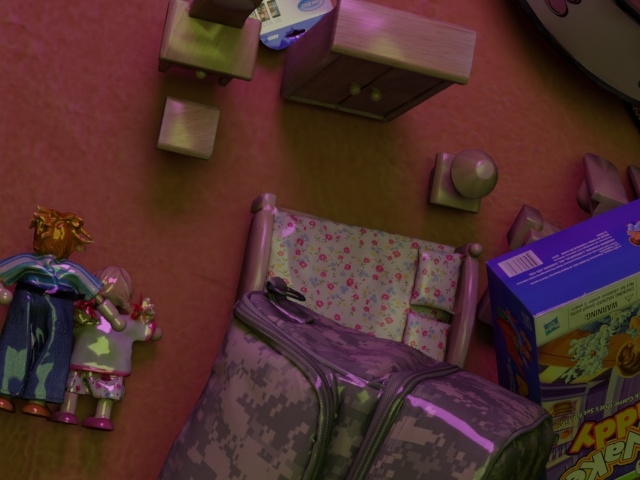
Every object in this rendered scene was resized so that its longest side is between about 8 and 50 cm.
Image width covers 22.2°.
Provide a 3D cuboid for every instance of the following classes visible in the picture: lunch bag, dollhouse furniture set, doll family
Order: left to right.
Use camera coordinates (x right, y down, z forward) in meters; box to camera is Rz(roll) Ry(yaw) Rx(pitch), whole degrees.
[{"bbox_3d":[-0.251,0.051,1.287,0.263,0.118,0.163,11,78,-9],"label":"doll family"},{"bbox_3d":[-0.004,0.211,1.235,0.256,0.212,0.305,27,99,19],"label":"lunch bag"},{"bbox_3d":[0.000,0.000,1.302,0.303,0.174,0.355,13,79,-15],"label":"dollhouse furniture set"},{"bbox_3d":[0.233,0.010,1.438,0.144,0.123,0.151,23,112,-6],"label":"dollhouse furniture set"}]

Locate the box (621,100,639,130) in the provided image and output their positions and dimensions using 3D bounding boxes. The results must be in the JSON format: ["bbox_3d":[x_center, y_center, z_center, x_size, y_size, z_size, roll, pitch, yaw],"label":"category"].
[{"bbox_3d":[0.351,-0.181,1.485,0.191,0.045,0.184,-30,90,-15],"label":"box"}]

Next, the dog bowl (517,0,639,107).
[{"bbox_3d":[0.358,-0.314,1.411,0.408,0.150,0.407,2,80,-13],"label":"dog bowl"}]

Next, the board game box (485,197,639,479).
[{"bbox_3d":[0.313,0.061,1.347,0.347,0.233,0.078,-22,41,-14],"label":"board game box"}]

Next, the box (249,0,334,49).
[{"bbox_3d":[-0.045,-0.233,1.424,0.081,0.028,0.136,-20,87,-14],"label":"box"}]
